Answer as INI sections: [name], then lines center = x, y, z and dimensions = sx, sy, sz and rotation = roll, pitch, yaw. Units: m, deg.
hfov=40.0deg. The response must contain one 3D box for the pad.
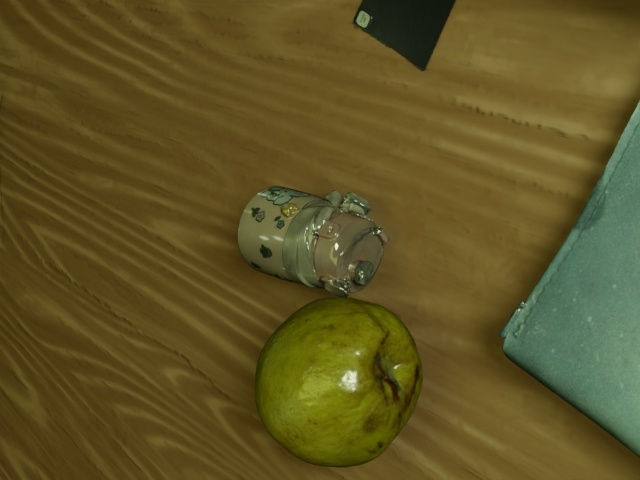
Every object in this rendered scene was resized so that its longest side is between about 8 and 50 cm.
[pad]
center = 0.097, -0.264, 0.793
dimensions = 0.116, 0.004, 0.193
rotation = 46, 122, 39

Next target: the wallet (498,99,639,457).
[wallet]
center = 0.265, 0.027, 0.558
dimensions = 0.251, 0.054, 0.290
rotation = 39, 118, 41

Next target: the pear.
[pear]
center = 0.017, 0.125, 0.779
dimensions = 0.162, 0.149, 0.149
rotation = -35, 64, 56

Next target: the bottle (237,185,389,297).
[bottle]
center = 0.000, 0.001, 0.845
dimensions = 0.152, 0.099, 0.099
rotation = 15, 102, 44
